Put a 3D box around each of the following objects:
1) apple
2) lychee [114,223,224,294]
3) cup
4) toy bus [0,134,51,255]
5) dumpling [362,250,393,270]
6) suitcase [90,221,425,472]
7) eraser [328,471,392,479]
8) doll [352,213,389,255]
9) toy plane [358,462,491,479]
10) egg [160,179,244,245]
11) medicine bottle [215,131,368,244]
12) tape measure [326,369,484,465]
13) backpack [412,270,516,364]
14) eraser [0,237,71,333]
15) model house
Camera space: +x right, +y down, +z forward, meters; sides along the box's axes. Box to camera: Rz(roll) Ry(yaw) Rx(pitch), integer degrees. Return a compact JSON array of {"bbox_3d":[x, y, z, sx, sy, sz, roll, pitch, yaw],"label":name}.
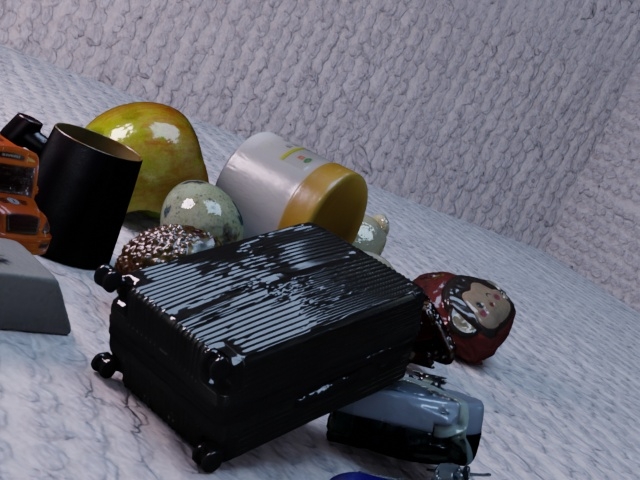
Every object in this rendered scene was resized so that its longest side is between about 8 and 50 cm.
[{"bbox_3d":[-0.335,-0.132,1.967,0.226,0.246,0.246,-13,25,-20],"label":"apple"},{"bbox_3d":[-0.205,0.053,1.453,0.171,0.171,0.171,24,11,-5],"label":"lychee"},{"bbox_3d":[-0.397,-0.080,1.587,0.239,0.177,0.166,19,13,-28],"label":"cup"},{"bbox_3d":[-0.508,-0.097,1.490,0.329,0.153,0.143,32,13,31],"label":"toy bus"},{"bbox_3d":[0.084,0.091,2.015,0.181,0.111,0.155,5,28,-17],"label":"dumpling"},{"bbox_3d":[-0.065,0.102,1.241,0.335,0.152,0.230,-17,38,-41],"label":"suitcase"},{"bbox_3d":[0.160,0.328,1.043,0.332,0.101,0.155,19,13,-22],"label":"eraser"},{"bbox_3d":[0.001,-0.002,2.320,0.278,0.175,0.149,17,-28,7],"label":"doll"},{"bbox_3d":[0.144,0.284,1.212,0.226,0.058,0.226,2,-10,15],"label":"toy plane"},{"bbox_3d":[-0.207,-0.029,1.830,0.141,0.141,0.181,15,34,-42],"label":"egg"},{"bbox_3d":[-0.061,-0.070,2.115,0.232,0.238,0.238,29,12,24],"label":"medicine bottle"},{"bbox_3d":[0.118,0.226,1.362,0.182,0.107,0.181,9,1,16],"label":"tape measure"},{"bbox_3d":[0.264,0.146,2.087,0.229,0.139,0.229,17,29,-10],"label":"backpack"},{"bbox_3d":[-0.437,0.037,1.197,0.111,0.077,0.352,32,13,39],"label":"eraser"},{"bbox_3d":[0.109,0.149,1.827,0.164,0.141,0.203,-9,7,-32],"label":"model house"}]
